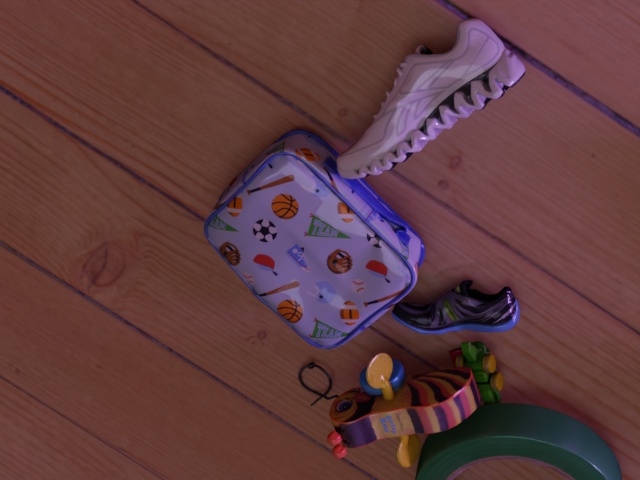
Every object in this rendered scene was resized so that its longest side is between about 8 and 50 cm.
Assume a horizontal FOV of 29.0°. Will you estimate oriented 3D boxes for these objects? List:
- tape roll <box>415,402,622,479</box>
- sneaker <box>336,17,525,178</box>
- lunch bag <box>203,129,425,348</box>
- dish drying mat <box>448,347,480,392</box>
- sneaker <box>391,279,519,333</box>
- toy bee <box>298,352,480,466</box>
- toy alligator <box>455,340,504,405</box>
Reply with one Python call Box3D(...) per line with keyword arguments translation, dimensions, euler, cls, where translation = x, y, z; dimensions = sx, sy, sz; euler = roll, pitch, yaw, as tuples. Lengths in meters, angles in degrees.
Box3D(translation=(0.307, 0.394, 1.932), dimensions=(0.321, 0.077, 0.321), euler=(7, 127, 9), cls="tape roll")
Box3D(translation=(0.131, -0.189, 1.682), dimensions=(0.292, 0.110, 0.118), euler=(-35, 97, 19), cls="sneaker")
Box3D(translation=(0.000, 0.000, 1.808), dimensions=(0.303, 0.115, 0.243), euler=(43, 117, -9), cls="lunch bag")
Box3D(translation=(0.227, 0.202, 1.916), dimensions=(0.032, 0.008, 0.083), euler=(-16, 112, 21), cls="dish drying mat")
Box3D(translation=(0.200, 0.096, 1.839), dimensions=(0.188, 0.067, 0.078), euler=(-3, 107, 13), cls="sneaker")
Box3D(translation=(0.086, 0.271, 1.871), dimensions=(0.298, 0.162, 0.195), euler=(-27, 110, 38), cls="toy bee")
Box3D(translation=(0.255, 0.213, 1.892), dimensions=(0.056, 0.051, 0.190), euler=(-5, 127, 31), cls="toy alligator")
